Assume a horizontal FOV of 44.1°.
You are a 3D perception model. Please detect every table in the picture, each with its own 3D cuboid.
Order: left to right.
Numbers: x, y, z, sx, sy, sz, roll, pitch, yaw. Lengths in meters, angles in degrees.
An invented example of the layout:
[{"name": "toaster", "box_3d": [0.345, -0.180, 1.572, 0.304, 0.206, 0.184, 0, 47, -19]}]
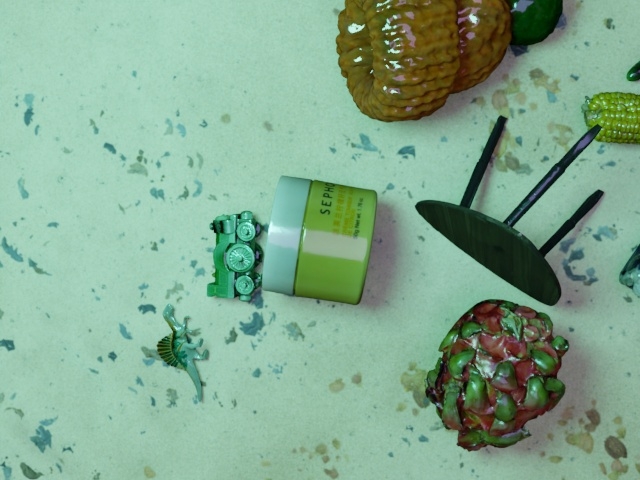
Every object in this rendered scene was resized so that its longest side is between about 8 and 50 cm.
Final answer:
[{"name": "table", "box_3d": [0.364, -0.088, 1.443, 0.317, 0.317, 0.249, 37, 82, -1]}]

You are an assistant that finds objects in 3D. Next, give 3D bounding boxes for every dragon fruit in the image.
[{"name": "dragon fruit", "box_3d": [0.321, 0.251, 1.456, 0.231, 0.237, 0.303, 31, 115, 10]}]

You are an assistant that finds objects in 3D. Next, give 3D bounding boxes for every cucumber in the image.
[{"name": "cucumber", "box_3d": [0.652, -0.357, 1.489, 0.184, 0.033, 0.036, -35, 74, 3]}]

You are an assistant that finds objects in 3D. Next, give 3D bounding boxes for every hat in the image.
[{"name": "hat", "box_3d": [0.234, -0.369, 1.444, 0.400, 0.285, 0.285, -9, 95, -24]}]

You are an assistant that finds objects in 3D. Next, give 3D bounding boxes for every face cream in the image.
[{"name": "face cream", "box_3d": [0.000, 0.000, 1.455, 0.179, 0.218, 0.218, 9, 95, 1]}]

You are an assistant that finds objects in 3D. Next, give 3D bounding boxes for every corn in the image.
[{"name": "corn", "box_3d": [0.645, -0.227, 1.465, 0.313, 0.102, 0.102, -1, 95, 4]}]

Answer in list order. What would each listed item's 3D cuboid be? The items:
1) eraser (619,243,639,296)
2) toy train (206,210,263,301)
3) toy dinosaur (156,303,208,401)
[{"name": "eraser", "box_3d": [0.710, -0.017, 1.480, 0.155, 0.101, 0.332, 32, 94, 1]}, {"name": "toy train", "box_3d": [-0.167, 0.030, 1.543, 0.104, 0.071, 0.178, 3, 96, 13]}, {"name": "toy dinosaur", "box_3d": [-0.280, 0.224, 1.581, 0.106, 0.044, 0.187, 9, 108, 15]}]
